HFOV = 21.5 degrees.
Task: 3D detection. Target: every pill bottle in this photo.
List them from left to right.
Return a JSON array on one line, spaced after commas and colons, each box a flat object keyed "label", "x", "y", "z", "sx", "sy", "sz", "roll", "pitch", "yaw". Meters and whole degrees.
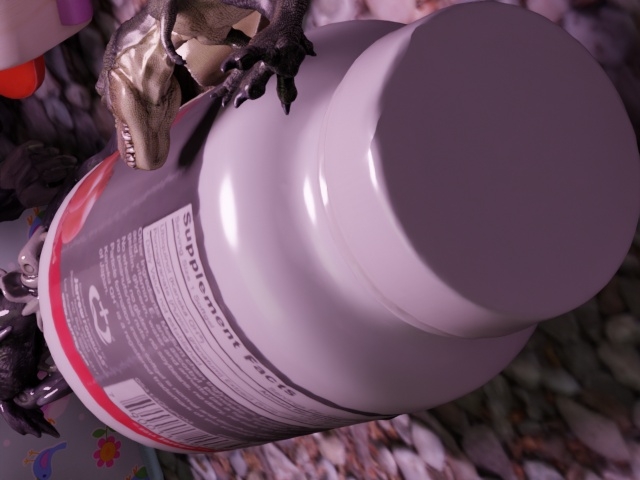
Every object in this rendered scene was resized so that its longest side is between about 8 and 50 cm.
[{"label": "pill bottle", "x": 0.000, "y": 0.000, "z": 0.789, "sx": 0.176, "sy": 0.176, "sz": 0.318, "roll": 61, "pitch": 149, "yaw": -4}]

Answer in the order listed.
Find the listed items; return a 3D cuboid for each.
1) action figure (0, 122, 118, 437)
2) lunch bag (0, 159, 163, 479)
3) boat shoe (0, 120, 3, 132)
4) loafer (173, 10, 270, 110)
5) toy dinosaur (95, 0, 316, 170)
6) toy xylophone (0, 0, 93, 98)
[{"label": "action figure", "x": -0.159, "y": 0.020, "z": 1.052, "sx": 0.276, "sy": 0.141, "sz": 0.164, "roll": -33, "pitch": 99, "yaw": 35}, {"label": "lunch bag", "x": -0.261, "y": 0.090, "z": 1.188, "sx": 0.160, "sy": 0.223, "sz": 0.262, "roll": 29, "pitch": 140, "yaw": 55}, {"label": "boat shoe", "x": -0.306, "y": -0.208, "z": 1.143, "sx": 0.112, "sy": 0.096, "sz": 0.335, "roll": -102, "pitch": -2, "yaw": -69}, {"label": "loafer", "x": -0.054, "y": -0.109, "z": 0.892, "sx": 0.056, "sy": 0.050, "sz": 0.148, "roll": 48, "pitch": 148, "yaw": 16}, {"label": "toy dinosaur", "x": -0.006, "y": -0.117, "z": 0.646, "sx": 0.268, "sy": 0.064, "sz": 0.118, "roll": -49, "pitch": 42, "yaw": 18}, {"label": "toy xylophone", "x": -0.296, "y": -0.199, "z": 1.007, "sx": 0.323, "sy": 0.081, "sz": 0.236, "roll": 13, "pitch": 127, "yaw": 16}]
